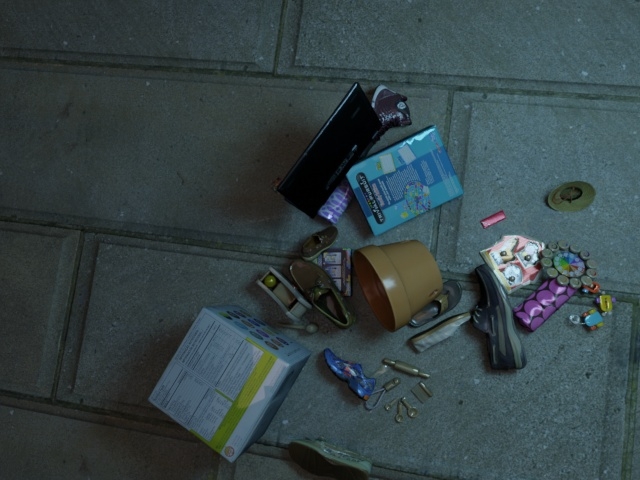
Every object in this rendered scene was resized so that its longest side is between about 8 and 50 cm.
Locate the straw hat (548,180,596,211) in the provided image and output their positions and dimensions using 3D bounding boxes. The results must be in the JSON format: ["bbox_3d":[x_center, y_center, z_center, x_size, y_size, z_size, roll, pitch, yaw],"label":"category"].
[{"bbox_3d":[0.829,-0.163,1.733,0.145,0.144,0.061,2,44,9],"label":"straw hat"}]

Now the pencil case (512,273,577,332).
[{"bbox_3d":[0.725,0.198,1.701,0.209,0.095,0.098,-42,62,0],"label":"pencil case"}]

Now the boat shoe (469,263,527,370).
[{"bbox_3d":[0.556,0.255,1.698,0.130,0.132,0.355,-17,81,8],"label":"boat shoe"}]

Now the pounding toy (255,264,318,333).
[{"bbox_3d":[-0.124,0.229,1.798,0.269,0.154,0.155,42,91,11],"label":"pounding toy"}]

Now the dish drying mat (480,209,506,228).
[{"bbox_3d":[0.593,-0.072,1.791,0.083,0.008,0.032,-27,79,5],"label":"dish drying mat"}]

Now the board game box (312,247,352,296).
[{"bbox_3d":[0.041,0.112,1.839,0.141,0.048,0.170,0,84,11],"label":"board game box"}]

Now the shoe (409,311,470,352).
[{"bbox_3d":[0.407,0.305,1.747,0.219,0.076,0.058,-30,83,13],"label":"shoe"}]

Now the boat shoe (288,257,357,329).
[{"bbox_3d":[0.005,0.170,1.760,0.307,0.104,0.110,43,94,12],"label":"boat shoe"}]

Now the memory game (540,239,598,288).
[{"bbox_3d":[0.806,0.075,1.692,0.186,0.012,0.186,1,53,-1],"label":"memory game"}]

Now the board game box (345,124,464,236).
[{"bbox_3d":[0.278,-0.202,1.771,0.336,0.079,0.253,-26,102,3],"label":"board game box"}]

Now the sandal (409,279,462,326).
[{"bbox_3d":[0.385,0.217,1.765,0.219,0.060,0.090,-33,80,4],"label":"sandal"}]

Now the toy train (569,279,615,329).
[{"bbox_3d":[0.876,0.206,1.698,0.125,0.046,0.166,24,85,12],"label":"toy train"}]

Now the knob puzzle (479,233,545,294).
[{"bbox_3d":[0.667,0.061,1.754,0.213,0.030,0.213,-1,83,9],"label":"knob puzzle"}]

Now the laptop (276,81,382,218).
[{"bbox_3d":[-0.013,-0.295,1.686,0.236,0.408,0.382,36,90,27],"label":"laptop"}]

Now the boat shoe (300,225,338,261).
[{"bbox_3d":[-0.001,0.000,1.814,0.064,0.060,0.178,25,52,33],"label":"boat shoe"}]

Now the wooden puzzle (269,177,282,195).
[{"bbox_3d":[-0.155,-0.199,1.926,0.049,0.006,0.083,-44,79,2],"label":"wooden puzzle"}]

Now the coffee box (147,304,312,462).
[{"bbox_3d":[-0.280,0.437,1.706,0.334,0.337,0.338,31,90,12],"label":"coffee box"}]

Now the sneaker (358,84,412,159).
[{"bbox_3d":[0.233,-0.402,1.840,0.163,0.106,0.281,19,86,8],"label":"sneaker"}]

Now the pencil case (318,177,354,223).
[{"bbox_3d":[0.068,-0.158,1.844,0.088,0.086,0.206,31,88,-15],"label":"pencil case"}]

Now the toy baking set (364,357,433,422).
[{"bbox_3d":[0.247,0.501,1.770,0.256,0.030,0.196,23,88,11],"label":"toy baking set"}]

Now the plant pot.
[{"bbox_3d":[0.259,0.125,1.703,0.204,0.291,0.290,-23,80,-11],"label":"plant pot"}]

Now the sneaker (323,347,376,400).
[{"bbox_3d":[0.098,0.445,1.782,0.221,0.083,0.087,41,73,14],"label":"sneaker"}]

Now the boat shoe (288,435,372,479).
[{"bbox_3d":[0.031,0.735,1.760,0.285,0.089,0.104,18,113,13],"label":"boat shoe"}]
